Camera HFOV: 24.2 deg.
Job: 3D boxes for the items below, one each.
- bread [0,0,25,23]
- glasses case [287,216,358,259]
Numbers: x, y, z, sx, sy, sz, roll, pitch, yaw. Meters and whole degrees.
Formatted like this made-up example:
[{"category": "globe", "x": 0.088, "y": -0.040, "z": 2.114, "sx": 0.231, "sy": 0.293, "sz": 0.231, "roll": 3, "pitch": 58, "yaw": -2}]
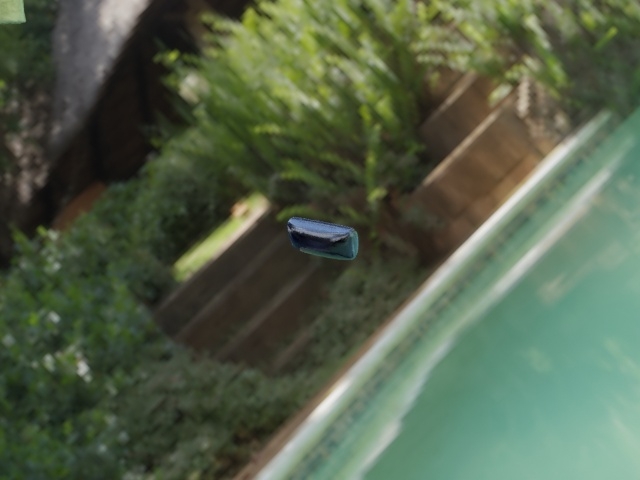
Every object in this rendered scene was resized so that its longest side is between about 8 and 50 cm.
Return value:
[{"category": "bread", "x": -0.436, "y": -0.350, "z": 1.827, "sx": 0.139, "sy": 0.178, "sz": 0.060, "roll": -3, "pitch": 11, "yaw": 3}, {"category": "glasses case", "x": 0.000, "y": 0.000, "z": 1.462, "sx": 0.083, "sy": 0.033, "sz": 0.023, "roll": 12, "pitch": 30, "yaw": 39}]
